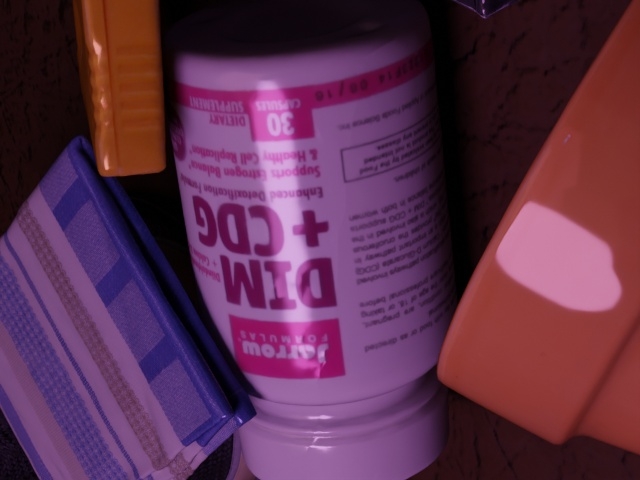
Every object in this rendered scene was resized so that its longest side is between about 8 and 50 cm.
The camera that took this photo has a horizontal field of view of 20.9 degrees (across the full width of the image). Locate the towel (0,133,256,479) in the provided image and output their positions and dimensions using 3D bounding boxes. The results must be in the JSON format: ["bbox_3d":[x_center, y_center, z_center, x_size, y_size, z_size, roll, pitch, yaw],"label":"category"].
[{"bbox_3d":[-0.149,0.078,1.130,0.209,0.034,0.285,58,145,10],"label":"towel"}]

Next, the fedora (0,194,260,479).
[{"bbox_3d":[-0.167,0.129,1.339,0.334,0.152,0.334,28,131,39],"label":"fedora"}]

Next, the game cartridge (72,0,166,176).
[{"bbox_3d":[-0.134,-0.226,1.032,0.285,0.053,0.323,-123,30,-72],"label":"game cartridge"}]

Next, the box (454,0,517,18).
[{"bbox_3d":[0.002,-0.295,0.883,0.295,0.073,0.293,38,146,47],"label":"box"}]

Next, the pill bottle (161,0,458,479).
[{"bbox_3d":[0.000,0.000,1.052,0.160,0.160,0.283,17,123,45],"label":"pill bottle"}]

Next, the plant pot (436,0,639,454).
[{"bbox_3d":[0.210,-0.012,0.711,0.203,0.291,0.291,32,135,12],"label":"plant pot"}]
